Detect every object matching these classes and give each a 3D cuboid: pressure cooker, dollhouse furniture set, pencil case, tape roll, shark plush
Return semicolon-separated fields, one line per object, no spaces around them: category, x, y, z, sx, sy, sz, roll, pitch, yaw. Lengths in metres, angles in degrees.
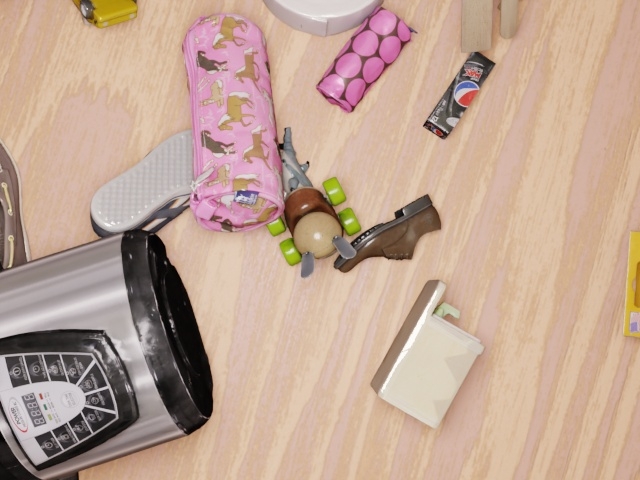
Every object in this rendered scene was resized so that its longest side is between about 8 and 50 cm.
pressure cooker;-0.422;0.208;1.253;0.420;0.376;0.370;-17;55;-2
dollhouse furniture set;0.325;-0.454;1.447;0.143;0.151;0.123;-7;122;-2
pencil case;0.087;-0.341;1.434;0.209;0.098;0.095;-50;46;-2
tape roll;0.006;-0.545;1.434;0.285;0.100;0.287;0;87;-2
pencil case;-0.160;-0.213;1.340;0.159;0.167;0.387;-9;69;8
shark plush;-0.050;-0.137;1.449;0.067;0.073;0.161;-9;66;-21

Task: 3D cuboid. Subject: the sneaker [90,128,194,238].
sneaker;-0.291;-0.104;1.399;0.321;0.127;0.126;-33;83;-28

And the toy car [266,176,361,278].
toy car;0.000;0.000;1.343;0.155;0.188;0.149;-27;124;2

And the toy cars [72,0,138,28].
toy cars;-0.523;-0.480;1.418;0.393;0.087;0.177;15;52;1

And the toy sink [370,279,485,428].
toy sink;0.208;0.205;1.374;0.131;0.153;0.234;29;85;0

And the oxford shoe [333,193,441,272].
oxford shoe;0.131;0.008;1.418;0.227;0.083;0.096;-30;93;-2

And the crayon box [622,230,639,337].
crayon box;0.724;0.096;1.429;0.322;0.083;0.203;6;87;-2

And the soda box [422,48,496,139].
soda box;0.268;-0.281;1.446;0.053;0.060;0.169;33;86;1

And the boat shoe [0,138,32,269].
boat shoe;-0.622;-0.069;1.390;0.116;0.097;0.325;-13;87;-2
